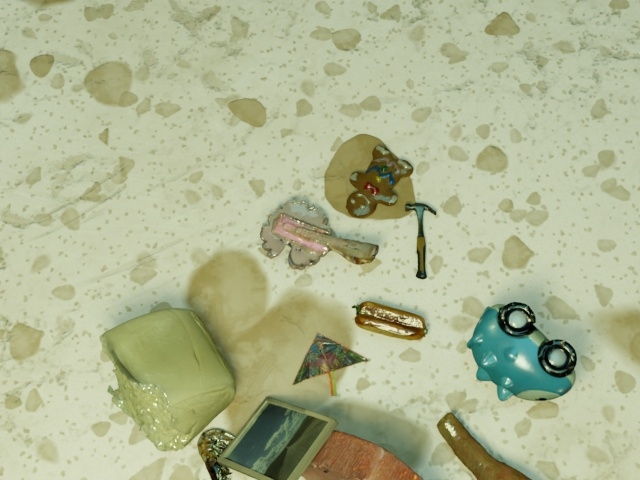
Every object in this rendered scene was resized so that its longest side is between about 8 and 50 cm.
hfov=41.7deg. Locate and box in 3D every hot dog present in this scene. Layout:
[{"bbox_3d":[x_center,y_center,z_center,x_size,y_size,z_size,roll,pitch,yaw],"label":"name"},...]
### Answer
[{"bbox_3d":[0.162,0.193,1.989,0.188,0.055,0.072,15,66,8],"label":"hot dog"}]

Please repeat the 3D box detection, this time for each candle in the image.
[{"bbox_3d":[0.103,0.488,1.757,0.317,0.287,0.131,26,66,15],"label":"candle"}]

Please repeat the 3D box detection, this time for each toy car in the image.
[{"bbox_3d":[0.440,0.265,1.882,0.190,0.188,0.255,-45,76,-6],"label":"toy car"}]

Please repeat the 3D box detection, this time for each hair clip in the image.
[{"bbox_3d":[0.003,0.004,2.061,0.300,0.069,0.173,19,68,20],"label":"hair clip"}]

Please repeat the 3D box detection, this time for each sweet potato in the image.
[{"bbox_3d":[0.397,0.528,1.823,0.385,0.109,0.109,38,74,19],"label":"sweet potato"}]

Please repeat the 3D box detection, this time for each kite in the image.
[{"bbox_3d":[0.016,0.290,1.979,0.190,0.010,0.159,-18,69,-5],"label":"kite"}]

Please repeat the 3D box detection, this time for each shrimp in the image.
[{"bbox_3d":[-0.218,0.497,1.891,0.091,0.034,0.161,-21,68,-7],"label":"shrimp"}]

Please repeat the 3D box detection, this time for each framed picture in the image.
[{"bbox_3d":[-0.093,0.436,1.814,0.260,0.023,0.189,4,47,51],"label":"framed picture"}]

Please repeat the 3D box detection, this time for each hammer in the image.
[{"bbox_3d":[0.252,0.000,2.081,0.078,0.021,0.201,-1,68,2],"label":"hammer"}]

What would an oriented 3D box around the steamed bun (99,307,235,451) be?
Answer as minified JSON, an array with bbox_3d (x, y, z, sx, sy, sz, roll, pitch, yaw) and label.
[{"bbox_3d":[-0.343,0.292,1.855,0.273,0.272,0.290,-37,75,-13],"label":"steamed bun"}]

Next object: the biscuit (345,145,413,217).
[{"bbox_3d":[0.141,-0.141,2.138,0.138,0.031,0.205,35,75,14],"label":"biscuit"}]
